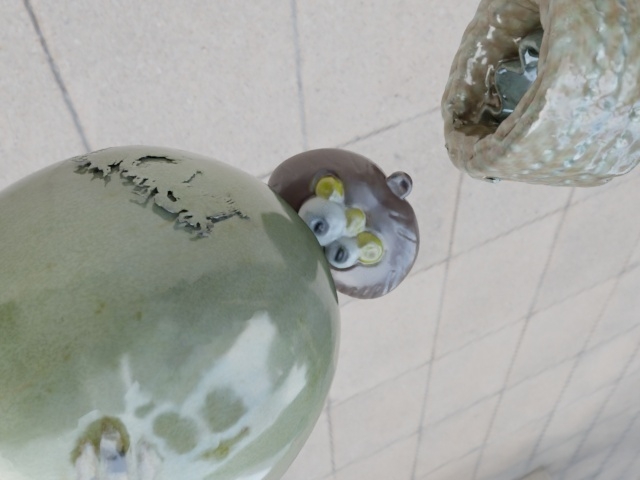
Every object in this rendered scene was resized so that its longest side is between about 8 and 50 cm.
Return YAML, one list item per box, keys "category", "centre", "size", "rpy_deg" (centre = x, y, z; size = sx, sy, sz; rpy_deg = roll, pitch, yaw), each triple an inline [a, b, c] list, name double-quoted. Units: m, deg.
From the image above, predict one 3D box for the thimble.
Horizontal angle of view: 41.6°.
- category: "thimble"
  centre: [0.224, -0.148, 0.803]
  size: [0.148, 0.196, 0.229]
  rpy_deg: [9, 141, -15]

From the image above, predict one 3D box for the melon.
- category: "melon"
  centre: [-0.124, 0.067, 0.582]
  size: [0.330, 0.268, 0.268]
  rpy_deg: [-28, 155, -44]

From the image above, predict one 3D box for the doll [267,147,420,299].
- category: "doll"
  centre: [0.005, 0.008, 0.738]
  size: [0.188, 0.145, 0.096]
  rpy_deg: [-61, 175, 18]
